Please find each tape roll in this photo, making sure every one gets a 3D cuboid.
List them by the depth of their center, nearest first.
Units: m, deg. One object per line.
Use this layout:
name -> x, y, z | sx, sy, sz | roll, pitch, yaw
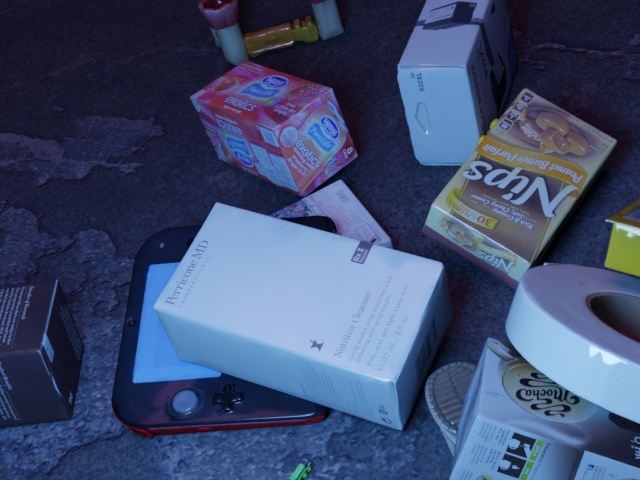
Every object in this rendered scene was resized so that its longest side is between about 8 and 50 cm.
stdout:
tape roll -> 0.429, 0.138, 1.548 | 0.392, 0.072, 0.392 | 14, 17, -4

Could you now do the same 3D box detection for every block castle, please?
block castle -> -0.121, -0.611, 2.660 | 0.303, 0.213, 0.453 | -14, 41, 6

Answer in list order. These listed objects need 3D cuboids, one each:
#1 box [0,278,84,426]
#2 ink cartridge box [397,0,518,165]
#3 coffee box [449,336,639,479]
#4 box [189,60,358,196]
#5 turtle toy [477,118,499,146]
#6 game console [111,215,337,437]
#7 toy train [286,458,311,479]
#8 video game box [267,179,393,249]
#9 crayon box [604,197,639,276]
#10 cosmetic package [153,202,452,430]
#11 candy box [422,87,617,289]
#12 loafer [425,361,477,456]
box -> -0.508, 0.185, 1.929 | 0.203, 0.168, 0.167 | -6, 41, 4
ink cartridge box -> 0.254, -0.314, 2.173 | 0.129, 0.223, 0.307 | 3, 45, 22
coffee box -> 0.324, 0.252, 1.481 | 0.297, 0.119, 0.168 | 18, 33, 3
box -> -0.088, -0.211, 2.215 | 0.142, 0.154, 0.300 | -37, 34, -21
turtle toy -> 0.313, -0.145, 2.079 | 0.095, 0.066, 0.130 | 32, 56, 12
game console -> -0.147, 0.128, 1.908 | 0.342, 0.060, 0.387 | -8, 52, 13
toy train -> -0.039, 0.343, 1.697 | 0.017, 0.024, 0.083 | 12, 49, 31
video game box -> 0.000, 0.000, 2.052 | 0.187, 0.048, 0.205 | -25, 41, -10
crayon box -> 0.527, 0.003, 1.671 | 0.203, 0.083, 0.323 | 17, 18, 26
cosmetic package -> -0.022, 0.106, 1.773 | 0.385, 0.156, 0.217 | 14, 58, 20
candy box -> 0.326, -0.088, 1.949 | 0.183, 0.087, 0.316 | 32, 57, 14
loafer -> 0.222, 0.274, 1.621 | 0.102, 0.092, 0.268 | -22, 43, -6
